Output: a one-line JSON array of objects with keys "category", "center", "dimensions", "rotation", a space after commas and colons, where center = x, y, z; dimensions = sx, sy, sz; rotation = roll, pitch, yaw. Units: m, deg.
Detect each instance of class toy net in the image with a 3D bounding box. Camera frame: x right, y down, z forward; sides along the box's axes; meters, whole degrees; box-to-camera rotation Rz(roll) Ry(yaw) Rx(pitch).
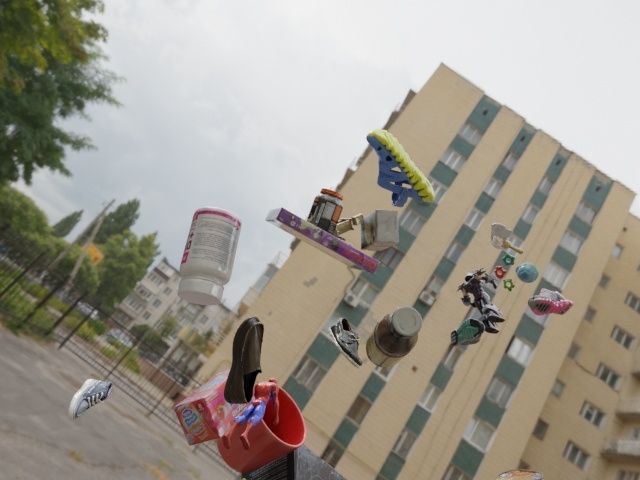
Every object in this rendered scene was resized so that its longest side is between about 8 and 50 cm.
[{"category": "toy net", "center": [0.627, 0.049, 1.577], "dimensions": [0.122, 0.045, 0.232], "rotation": [-29, -94, 39]}]

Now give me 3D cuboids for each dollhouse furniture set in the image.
[{"category": "dollhouse furniture set", "center": [0.126, -0.024, 2.249], "dimensions": [0.101, 0.181, 0.161], "rotation": [3, -68, 56]}]

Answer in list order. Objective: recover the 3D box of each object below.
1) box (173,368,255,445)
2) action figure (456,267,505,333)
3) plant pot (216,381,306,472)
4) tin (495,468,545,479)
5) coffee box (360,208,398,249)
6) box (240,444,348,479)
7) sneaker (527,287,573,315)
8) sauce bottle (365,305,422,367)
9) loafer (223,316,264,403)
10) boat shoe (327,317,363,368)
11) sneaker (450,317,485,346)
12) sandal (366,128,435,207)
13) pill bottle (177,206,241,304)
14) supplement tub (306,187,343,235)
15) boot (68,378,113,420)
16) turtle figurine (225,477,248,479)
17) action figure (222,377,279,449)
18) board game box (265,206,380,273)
[{"category": "box", "center": [-0.314, 0.503, 1.456], "dimensions": [0.128, 0.122, 0.257], "rotation": [67, 21, 1]}, {"category": "action figure", "center": [0.662, 0.237, 1.939], "dimensions": [0.099, 0.285, 0.185], "rotation": [8, -47, -17]}, {"category": "plant pot", "center": [-0.230, 0.698, 1.724], "dimensions": [0.275, 0.243, 0.275], "rotation": [46, 13, -14]}, {"category": "tin", "center": [0.698, 0.842, 1.641], "dimensions": [0.189, 0.106, 0.040], "rotation": [135, -58, -61]}, {"category": "coffee box", "center": [0.251, -0.039, 2.028], "dimensions": [0.098, 0.141, 0.246], "rotation": [2, -10, -10]}, {"category": "box", "center": [-0.052, 1.101, 1.725], "dimensions": [0.480, 0.297, 0.472], "rotation": [48, 16, -24]}, {"category": "sneaker", "center": [0.479, 0.126, 0.999], "dimensions": [0.119, 0.057, 0.047], "rotation": [8, -50, -29]}, {"category": "sauce bottle", "center": [0.189, 0.248, 1.199], "dimensions": [0.111, 0.111, 0.344], "rotation": [33, -21, 10]}, {"category": "loafer", "center": [-0.172, 0.301, 1.164], "dimensions": [0.078, 0.220, 0.080], "rotation": [8, -4, 35]}, {"category": "boat shoe", "center": [0.092, 0.337, 1.568], "dimensions": [0.084, 0.079, 0.233], "rotation": [48, 3, -25]}, {"category": "sneaker", "center": [0.602, 0.362, 1.845], "dimensions": [0.098, 0.083, 0.224], "rotation": [6, -25, -12]}, {"category": "sandal", "center": [0.235, -0.214, 1.494], "dimensions": [0.138, 0.126, 0.317], "rotation": [-30, -61, 23]}, {"category": "pill bottle", "center": [-0.353, 0.051, 1.488], "dimensions": [0.160, 0.283, 0.160], "rotation": [6, -25, 3]}, {"category": "supplement tub", "center": [0.014, -0.095, 1.783], "dimensions": [0.117, 0.190, 0.117], "rotation": [20, -5, 2]}, {"category": "boot", "center": [-0.771, 0.532, 1.581], "dimensions": [0.086, 0.069, 0.190], "rotation": [5, 20, -6]}, {"category": "turtle figurine", "center": [-0.258, 0.650, 1.108], "dimensions": [0.269, 0.217, 0.087], "rotation": [-38, -105, 34]}, {"category": "action figure", "center": [-0.180, 0.522, 1.376], "dimensions": [0.091, 0.280, 0.139], "rotation": [-4, -69, 19]}, {"category": "board game box", "center": [0.000, 0.000, 1.475], "dimensions": [0.346, 0.056, 0.208], "rotation": [29, -10, -14]}]
